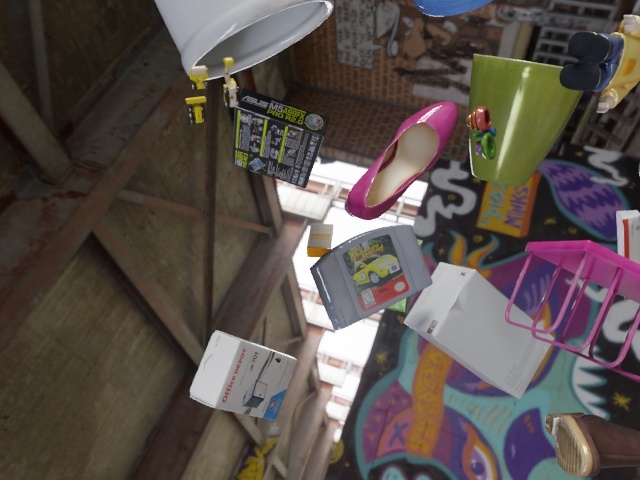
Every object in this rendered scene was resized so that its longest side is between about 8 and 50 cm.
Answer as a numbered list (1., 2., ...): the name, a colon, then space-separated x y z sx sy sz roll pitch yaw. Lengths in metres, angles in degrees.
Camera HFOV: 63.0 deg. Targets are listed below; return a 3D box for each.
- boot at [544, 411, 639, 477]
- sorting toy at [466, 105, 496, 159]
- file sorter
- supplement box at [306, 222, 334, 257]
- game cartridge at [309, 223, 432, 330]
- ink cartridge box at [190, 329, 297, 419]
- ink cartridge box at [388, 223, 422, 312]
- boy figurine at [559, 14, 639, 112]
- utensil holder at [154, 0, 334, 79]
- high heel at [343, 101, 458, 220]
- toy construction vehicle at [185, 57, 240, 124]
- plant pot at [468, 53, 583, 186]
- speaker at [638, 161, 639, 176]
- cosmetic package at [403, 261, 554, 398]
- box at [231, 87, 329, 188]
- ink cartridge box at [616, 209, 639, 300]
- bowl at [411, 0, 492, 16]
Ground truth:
1. boot: 0.530 0.369 0.932 0.248 0.207 0.090 8 -90 -76
2. sorting toy: 0.299 -0.199 0.981 0.061 0.042 0.101 -14 -83 -50
3. file sorter: 0.535 0.141 0.987 0.202 0.291 0.182 174 120 -83
4. supplement box: 0.000 0.000 1.343 0.098 0.062 0.036 -80 -9 -47
5. game cartridge: 0.129 0.076 1.306 0.195 0.294 0.060 67 161 -3
6. ink cartridge box: -0.153 0.280 1.076 0.191 0.082 0.139 35 -109 -49
7. ink cartridge box: 0.258 0.075 1.592 0.255 0.097 0.188 -35 -48 -57
8. boy figurine: 0.575 -0.331 0.993 0.285 0.092 0.177 -9 -60 -31
9. utensil holder: -0.200 -0.568 1.029 0.385 0.328 0.327 65 -155 -8
10. high heel: 0.130 -0.124 0.769 0.244 0.082 0.117 -40 6 -6
11. toy construction vehicle: -0.175 -0.241 0.837 0.098 0.086 0.035 93 156 -46
12. plant pot: 0.485 -0.294 1.309 0.275 0.275 0.293 -41 -37 -64
13. speaker: 0.988 -0.286 1.478 0.131 0.131 0.296 -64 -33 -34
14. cosmetic package: 0.451 0.254 1.476 0.217 0.385 0.156 -55 22 -9
15. box: -0.109 -0.246 1.313 0.270 0.217 0.060 115 172 -66
16. ink cartridge box: 0.768 0.032 1.289 0.232 0.066 0.188 -26 -69 -66
17. bowl: 0.453 -0.834 1.604 0.077 0.392 0.390 52 -129 -43
